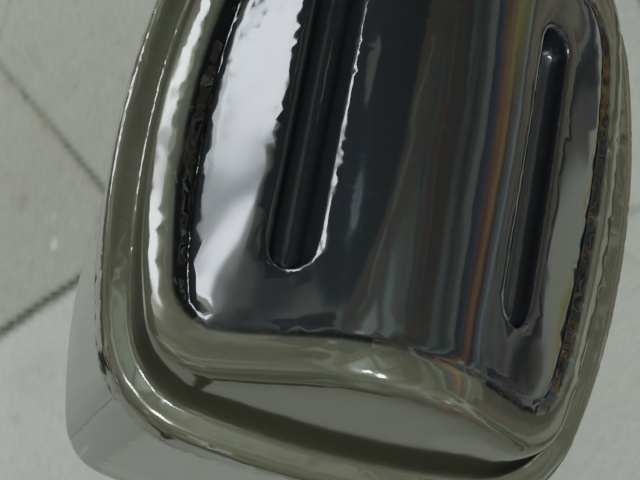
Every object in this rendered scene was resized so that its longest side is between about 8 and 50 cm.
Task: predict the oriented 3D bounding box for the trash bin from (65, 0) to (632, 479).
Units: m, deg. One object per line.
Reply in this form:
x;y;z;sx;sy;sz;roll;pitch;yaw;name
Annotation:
0.000;0.000;0.718;0.182;0.290;0.209;14;72;-13;trash bin
